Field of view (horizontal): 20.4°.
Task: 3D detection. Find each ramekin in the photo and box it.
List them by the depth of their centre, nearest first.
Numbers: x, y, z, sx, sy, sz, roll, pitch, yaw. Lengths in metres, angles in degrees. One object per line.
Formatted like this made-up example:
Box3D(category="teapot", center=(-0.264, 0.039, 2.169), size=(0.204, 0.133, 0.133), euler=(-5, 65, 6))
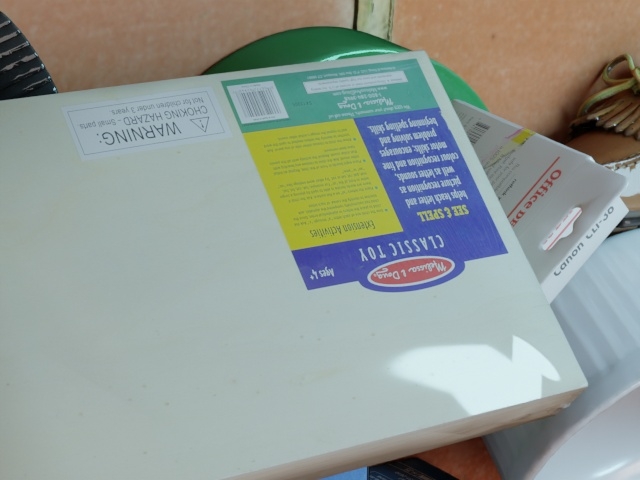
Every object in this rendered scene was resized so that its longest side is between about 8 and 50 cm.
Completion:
Box3D(category="ramekin", center=(0.250, 0.111, 1.489), size=(0.277, 0.135, 0.277), euler=(-23, 150, -14))

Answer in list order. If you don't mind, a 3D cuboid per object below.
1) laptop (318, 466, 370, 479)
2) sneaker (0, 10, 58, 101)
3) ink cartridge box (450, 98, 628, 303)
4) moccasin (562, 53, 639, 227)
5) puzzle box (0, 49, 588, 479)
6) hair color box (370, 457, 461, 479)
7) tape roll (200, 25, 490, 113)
Box3D(category="laptop", center=(-0.071, 0.310, 1.149), size=(0.236, 0.408, 0.382), euler=(-2, 124, -2))
Box3D(category="sneaker", center=(-0.197, -0.011, 1.213), size=(0.122, 0.146, 0.331), euler=(-24, 99, -2))
Box3D(category="ink cartridge box", center=(0.135, -0.016, 1.277), size=(0.115, 0.198, 0.067), euler=(-49, 128, -8))
Box3D(category="moccasin", center=(0.308, -0.111, 1.499), size=(0.380, 0.139, 0.147), euler=(-21, 109, -23))
Box3D(category="puzzle box", center=(-0.059, 0.024, 1.096), size=(0.409, 0.272, 0.052), euler=(-10, 153, -29))
Box3D(category="hair color box", center=(-0.029, 0.296, 1.434), size=(0.347, 0.105, 0.174), euler=(-7, 109, -38))
Box3D(category="tape roll", center=(0.000, 0.000, 1.367), size=(0.321, 0.077, 0.321), euler=(-14, 117, -30))
